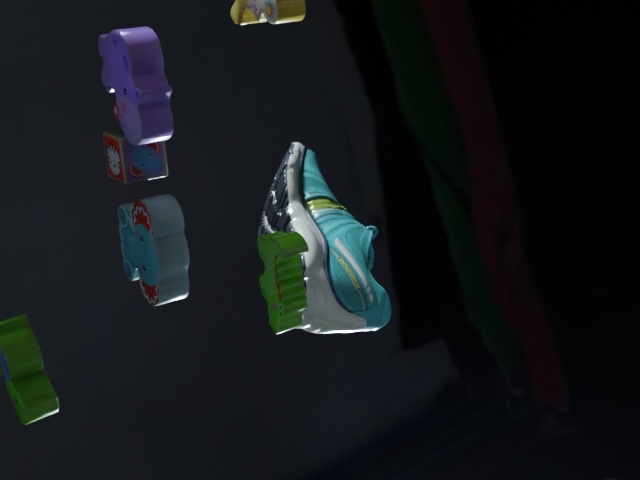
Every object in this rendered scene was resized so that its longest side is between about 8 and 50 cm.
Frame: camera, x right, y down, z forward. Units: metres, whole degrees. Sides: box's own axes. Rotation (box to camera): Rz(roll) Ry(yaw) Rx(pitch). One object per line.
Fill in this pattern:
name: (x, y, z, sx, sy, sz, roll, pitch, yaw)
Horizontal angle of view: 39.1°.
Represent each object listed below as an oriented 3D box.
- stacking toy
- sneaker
stacking toy: (-0.080, -0.032, 0.425, 0.052, 0.167, 0.221, 24, -56, 51)
sneaker: (0.000, 0.000, 0.928, 0.275, 0.110, 0.107, -105, -149, -50)
